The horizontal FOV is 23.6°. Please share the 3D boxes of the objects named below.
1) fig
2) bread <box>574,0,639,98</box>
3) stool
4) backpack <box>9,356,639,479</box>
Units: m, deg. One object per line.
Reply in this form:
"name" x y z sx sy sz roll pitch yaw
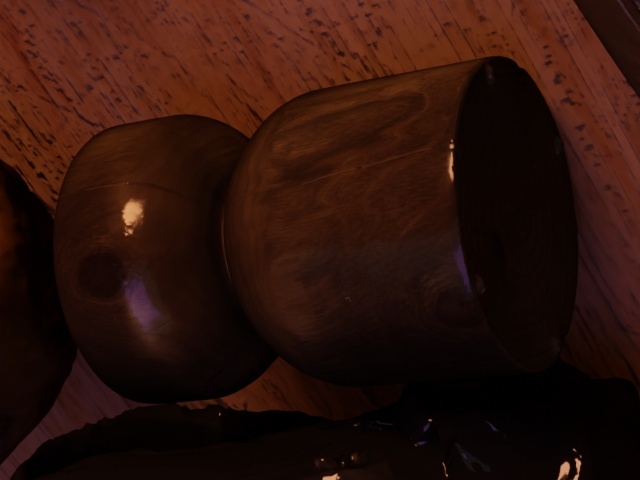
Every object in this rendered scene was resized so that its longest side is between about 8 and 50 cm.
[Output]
"fig" -0.357 0.022 1.070 0.368 0.286 0.286 34 137 29
"bread" 0.199 -0.143 0.705 0.224 0.142 0.212 52 164 -16
"stool" 0.000 0.000 0.903 0.264 0.179 0.179 -8 122 30
"backpack" 0.006 0.224 0.983 0.445 0.255 0.363 1 137 -15
